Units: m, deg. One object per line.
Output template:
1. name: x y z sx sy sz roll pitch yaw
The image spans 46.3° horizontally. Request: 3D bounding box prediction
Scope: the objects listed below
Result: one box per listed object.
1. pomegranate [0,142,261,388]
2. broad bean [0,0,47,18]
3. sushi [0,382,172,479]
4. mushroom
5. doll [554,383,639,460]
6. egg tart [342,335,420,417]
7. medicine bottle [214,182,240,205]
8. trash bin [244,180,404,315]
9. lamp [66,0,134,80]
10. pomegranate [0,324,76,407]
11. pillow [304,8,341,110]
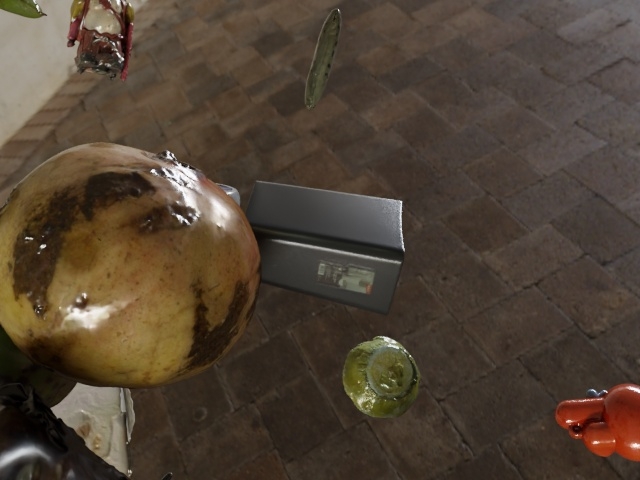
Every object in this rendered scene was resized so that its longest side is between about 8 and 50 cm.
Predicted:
1. pomegranate: -0.226 0.028 0.885 0.322 0.322 0.322 -14 40 12
2. broad bean: -0.527 -0.401 1.021 0.075 0.325 0.067 -26 41 47
3. sushi: -0.329 0.327 0.784 0.281 0.294 0.299 -41 23 0
4. mushroom: -0.487 0.400 1.590 0.173 0.162 0.236 -6 83 -7
5. doll: 0.621 0.360 1.488 0.290 0.130 0.161 -7 46 8
6. egg tart: 0.145 0.306 1.677 0.197 0.197 0.078 -49 2 -27
7. medicine bottle: -0.230 0.002 1.447 0.135 0.215 0.135 7 12 -1
8. trash bin: 0.000 0.000 1.088 0.225 0.115 0.165 12 33 -3
9. lamp: -0.402 -0.431 1.392 0.118 0.118 0.253 5 86 31
10. pomegranate: -0.484 0.123 1.077 0.306 0.242 0.242 26 56 12
11. pillow: 0.006 -0.422 1.767 0.051 0.241 0.093 15 5 2
